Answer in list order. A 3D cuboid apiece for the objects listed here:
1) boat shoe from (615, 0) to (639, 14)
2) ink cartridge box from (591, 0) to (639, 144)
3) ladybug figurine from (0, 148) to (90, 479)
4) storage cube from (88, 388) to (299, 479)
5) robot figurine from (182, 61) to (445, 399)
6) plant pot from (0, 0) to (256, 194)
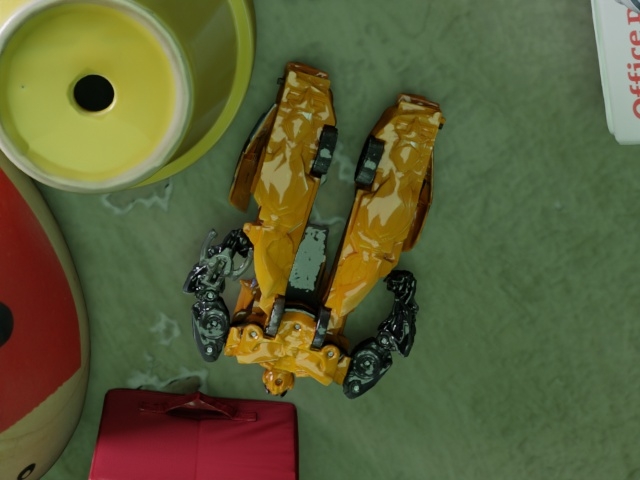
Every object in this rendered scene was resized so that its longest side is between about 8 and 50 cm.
[{"bbox_3d":[0.145,-0.295,1.485,0.156,0.136,0.367,-38,70,21],"label":"boat shoe"},{"bbox_3d":[0.376,-0.197,1.541,0.283,0.117,0.207,-1,110,25],"label":"ink cartridge box"},{"bbox_3d":[-0.373,0.050,1.628,0.305,0.162,0.449,-25,107,7],"label":"ladybug figurine"},{"bbox_3d":[-0.118,0.260,1.687,0.183,0.193,0.215,5,109,-3],"label":"storage cube"},{"bbox_3d":[0.000,0.000,1.663,0.211,0.085,0.291,16,106,-6],"label":"robot figurine"},{"bbox_3d":[-0.179,-0.146,1.530,0.254,0.239,0.254,-1,109,-2],"label":"plant pot"}]
